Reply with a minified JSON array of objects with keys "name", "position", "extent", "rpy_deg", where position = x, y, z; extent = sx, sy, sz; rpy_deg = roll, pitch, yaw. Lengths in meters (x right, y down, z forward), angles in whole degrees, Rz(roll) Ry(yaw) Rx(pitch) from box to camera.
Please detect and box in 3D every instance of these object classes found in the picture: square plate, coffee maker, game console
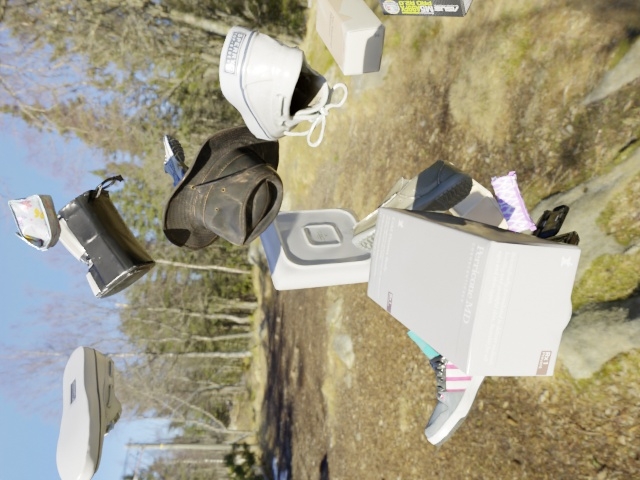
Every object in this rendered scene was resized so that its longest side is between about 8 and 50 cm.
[{"name":"square plate","position":[0.000,0.000,1.370],"extent":[0.347,0.344,0.049],"rpy_deg":[-115,27,-47]},{"name":"coffee maker","position":[-0.412,0.000,0.897],"extent":[0.171,0.178,0.120],"rpy_deg":[-39,-2,32]},{"name":"game console","position":[0.710,-0.013,1.452],"extent":[0.213,0.044,0.361],"rpy_deg":[-22,16,48]}]

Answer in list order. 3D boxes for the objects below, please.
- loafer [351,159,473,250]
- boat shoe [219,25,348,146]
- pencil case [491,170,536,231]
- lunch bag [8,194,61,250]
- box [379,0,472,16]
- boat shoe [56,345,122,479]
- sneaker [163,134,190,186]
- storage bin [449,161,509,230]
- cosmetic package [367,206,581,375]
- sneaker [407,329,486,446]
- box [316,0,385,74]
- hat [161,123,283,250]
[{"name":"loafer","position":[0.166,-0.067,0.894],"extent":[0.094,0.251,0.087],"rpy_deg":[42,-159,-53]},{"name":"boat shoe","position":[-0.035,-0.235,0.762],"extent":[0.367,0.156,0.136],"rpy_deg":[5,-80,-86]},{"name":"pencil case","position":[0.636,-0.125,1.522],"extent":[0.088,0.086,0.206],"rpy_deg":[-22,89,62]},{"name":"lunch bag","position":[-0.435,-0.026,0.713],"extent":[0.071,0.053,0.083],"rpy_deg":[-158,52,-72]},{"name":"box","position":[0.291,-0.669,1.120],"extent":[0.060,0.216,0.270],"rpy_deg":[42,-110,-56]},{"name":"boat shoe","position":[-0.402,0.305,0.823],"extent":[0.096,0.088,0.267],"rpy_deg":[-50,40,9]},{"name":"sneaker","position":[-0.365,-0.191,1.143],"extent":[0.052,0.058,0.135],"rpy_deg":[-39,-69,-69]},{"name":"storage bin","position":[0.546,-0.123,1.687],"extent":[0.123,0.262,0.260],"rpy_deg":[-44,37,11]},{"name":"cosmetic package","position":[0.144,0.040,0.504],"extent":[0.238,0.107,0.127],"rpy_deg":[-147,63,-74]},{"name":"sneaker","position":[0.252,0.258,0.977],"extent":[0.296,0.178,0.124],"rpy_deg":[-58,-11,-9]},{"name":"box","position":[0.087,-0.668,1.462],"extent":[0.148,0.121,0.311],"rpy_deg":[93,161,-48]},{"name":"hat","position":[-0.167,-0.082,0.997],"extent":[0.331,0.134,0.331],"rpy_deg":[-44,-20,-20]}]
